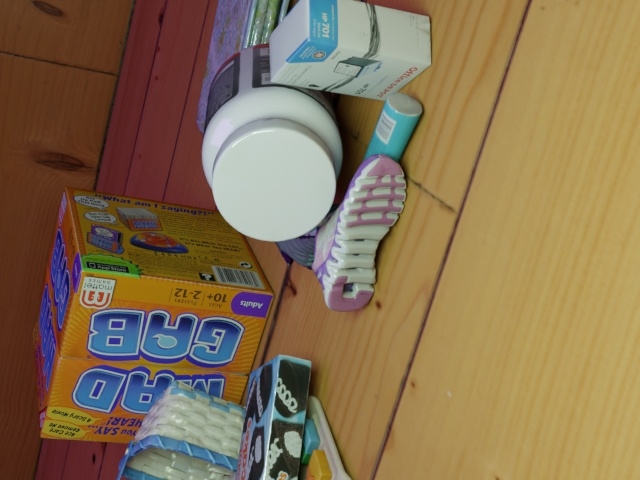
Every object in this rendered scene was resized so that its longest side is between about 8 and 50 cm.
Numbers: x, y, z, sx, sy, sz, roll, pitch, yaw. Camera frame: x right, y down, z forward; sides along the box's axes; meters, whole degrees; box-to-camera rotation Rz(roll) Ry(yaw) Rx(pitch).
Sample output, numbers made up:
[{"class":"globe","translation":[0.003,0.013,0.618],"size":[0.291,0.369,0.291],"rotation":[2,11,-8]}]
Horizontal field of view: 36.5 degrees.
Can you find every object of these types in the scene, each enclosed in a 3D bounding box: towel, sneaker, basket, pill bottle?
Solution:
[{"class":"towel","translation":[-0.160,-0.378,2.007],"size":[0.320,0.090,0.375],"rotation":[-142,63,-67]},{"class":"sneaker","translation":[0.042,-0.020,1.384],"size":[0.104,0.095,0.236],"rotation":[48,127,51]},{"class":"basket","translation":[-0.224,0.414,1.682],"size":[0.201,0.254,0.289],"rotation":[-50,21,45]},{"class":"pill bottle","translation":[-0.075,-0.155,1.483],"size":[0.363,0.210,0.210],"rotation":[-96,24,-62]},{"class":"sneaker","translation":[0.000,0.000,1.551],"size":[0.223,0.083,0.098],"rotation":[5,123,57]}]

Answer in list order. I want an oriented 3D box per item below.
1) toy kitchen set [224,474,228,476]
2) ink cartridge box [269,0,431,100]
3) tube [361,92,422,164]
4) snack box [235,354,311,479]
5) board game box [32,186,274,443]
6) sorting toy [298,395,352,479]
[{"class":"toy kitchen set","translation":[-0.199,0.433,1.831],"size":[0.075,0.068,0.083],"rotation":[124,145,-45]},{"class":"ink cartridge box","translation":[0.041,-0.270,1.367],"size":[0.139,0.190,0.082],"rotation":[147,126,-61]},{"class":"tube","translation":[0.086,-0.115,1.396],"size":[0.080,0.052,0.207],"rotation":[-99,23,-44]},{"class":"snack box","translation":[-0.085,0.355,1.527],"size":[0.187,0.060,0.322],"rotation":[138,142,-66]},{"class":"board game box","translation":[-0.345,0.149,1.900],"size":[0.356,0.356,0.356],"rotation":[-123,46,-57]},{"class":"sorting toy","translation":[-0.021,0.371,1.480],"size":[0.208,0.038,0.193],"rotation":[-121,45,-56]}]
